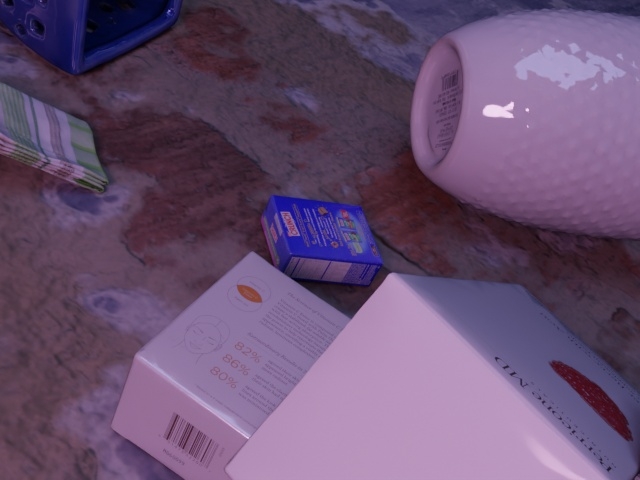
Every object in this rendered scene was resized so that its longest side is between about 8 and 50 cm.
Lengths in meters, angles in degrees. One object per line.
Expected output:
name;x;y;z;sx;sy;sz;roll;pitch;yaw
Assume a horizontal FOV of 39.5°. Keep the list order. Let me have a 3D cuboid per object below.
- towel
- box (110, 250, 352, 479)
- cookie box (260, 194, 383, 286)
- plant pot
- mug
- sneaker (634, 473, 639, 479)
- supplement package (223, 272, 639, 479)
towel;-0.279;-0.112;0.869;0.152;0.023;0.113;24;31;-45
box;-0.060;0.111;0.722;0.130;0.091;0.170;34;38;10
cookie box;0.000;0.000;0.934;0.107;0.040;0.092;7;41;-25
plant pot;-0.291;-0.366;1.046;0.212;0.236;0.236;28;37;11
mug;0.278;-0.156;1.139;0.328;0.276;0.374;5;11;-16
sneaker;0.256;0.173;0.847;0.215;0.083;0.084;39;40;18
supplement package;0.110;0.145;0.628;0.177;0.175;0.293;45;16;22
